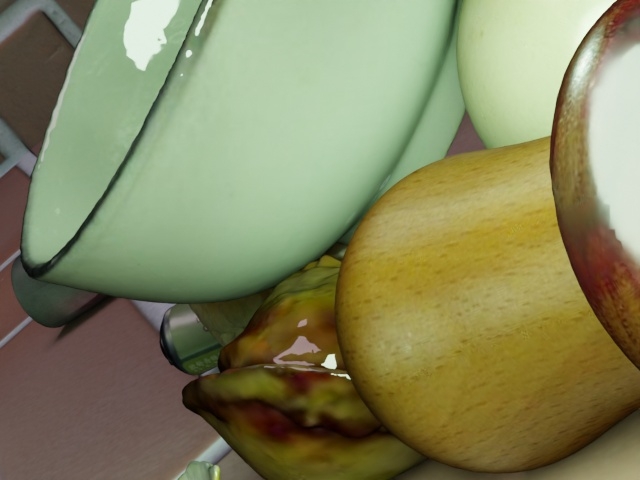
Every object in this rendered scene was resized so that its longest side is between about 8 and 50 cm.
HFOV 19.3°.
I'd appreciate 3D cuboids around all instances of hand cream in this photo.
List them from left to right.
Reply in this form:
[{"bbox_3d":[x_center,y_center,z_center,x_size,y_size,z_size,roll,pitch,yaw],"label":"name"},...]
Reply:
[{"bbox_3d":[-0.022,0.036,1.379,0.235,0.055,0.086,-26,23,22],"label":"hand cream"}]

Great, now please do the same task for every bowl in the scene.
[{"bbox_3d":[-0.023,-0.109,1.122,0.354,0.185,0.354,-55,21,33],"label":"bowl"}]

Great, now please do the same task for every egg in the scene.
[{"bbox_3d":[0.174,-0.113,1.028,0.188,0.188,0.253,-33,9,28],"label":"egg"}]

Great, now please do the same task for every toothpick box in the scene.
[{"bbox_3d":[0.133,0.003,0.798,0.192,0.192,0.294,-49,11,-31],"label":"toothpick box"}]

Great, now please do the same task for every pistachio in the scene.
[{"bbox_3d":[0.009,0.072,1.000,0.165,0.130,0.210,-7,-2,-6],"label":"pistachio"}]

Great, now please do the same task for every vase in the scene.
[{"bbox_3d":[-0.208,0.008,1.902,0.214,0.086,0.086,-28,18,26],"label":"vase"}]

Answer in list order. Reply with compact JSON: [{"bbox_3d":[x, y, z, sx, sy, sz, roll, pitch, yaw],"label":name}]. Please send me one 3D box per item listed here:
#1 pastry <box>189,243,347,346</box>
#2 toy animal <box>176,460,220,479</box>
[{"bbox_3d":[0.000,0.000,1.284,0.192,0.093,0.182,-27,31,19],"label":"pastry"},{"bbox_3d":[-0.075,0.192,0.941,0.219,0.095,0.155,-31,12,38],"label":"toy animal"}]
